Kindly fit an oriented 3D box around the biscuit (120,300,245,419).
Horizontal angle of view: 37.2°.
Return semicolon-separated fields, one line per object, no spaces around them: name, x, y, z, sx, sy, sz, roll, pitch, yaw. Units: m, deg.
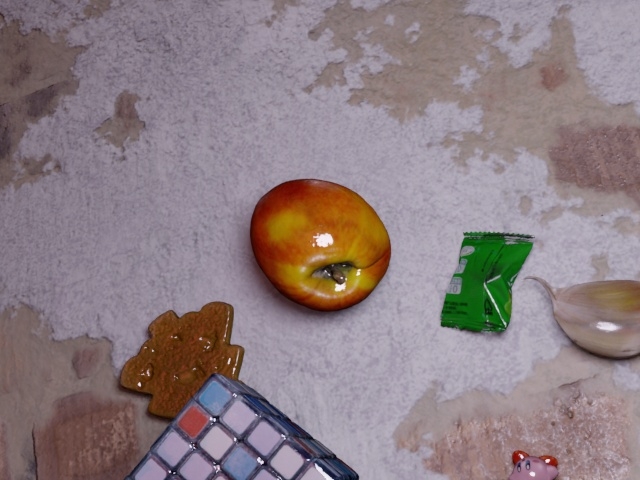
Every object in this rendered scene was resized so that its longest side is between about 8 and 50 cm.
biscuit;-0.256;0.276;1.898;0.278;0.043;0.301;-31;67;3

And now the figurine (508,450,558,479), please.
figurine;0.368;0.405;1.638;0.083;0.071;0.067;-10;110;23

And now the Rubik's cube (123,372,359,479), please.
Rubik's cube;-0.138;0.435;1.649;0.293;0.287;0.292;35;84;16

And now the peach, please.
peach;0.000;0.000;1.813;0.281;0.238;0.281;4;30;-2

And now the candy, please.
candy;0.309;0.072;1.773;0.141;0.078;0.203;11;70;21

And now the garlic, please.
garlic;0.482;0.132;1.671;0.267;0.148;0.128;7;114;4
